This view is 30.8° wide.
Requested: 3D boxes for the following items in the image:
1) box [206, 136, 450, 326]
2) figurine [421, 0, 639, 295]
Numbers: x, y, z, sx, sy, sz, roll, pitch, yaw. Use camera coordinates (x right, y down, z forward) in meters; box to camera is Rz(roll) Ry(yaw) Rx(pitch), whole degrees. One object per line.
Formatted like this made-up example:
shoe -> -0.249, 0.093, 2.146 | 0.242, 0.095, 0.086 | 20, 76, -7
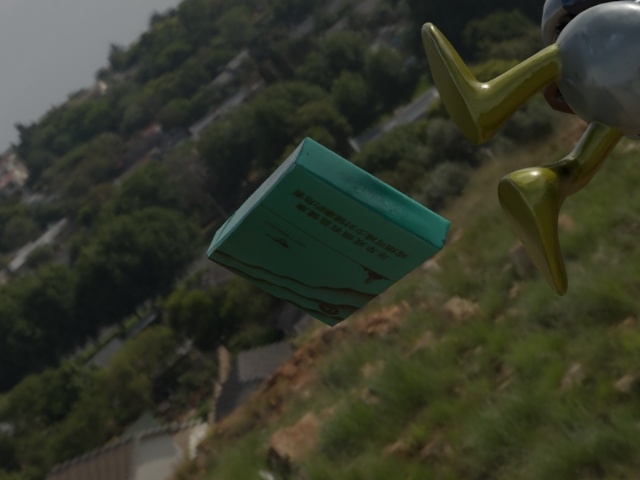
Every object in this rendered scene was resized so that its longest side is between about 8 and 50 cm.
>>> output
box -> 0.000, 0.000, 1.134 | 0.226, 0.160, 0.042 | -42, 21, 55
figurine -> 0.261, -0.136, 0.847 | 0.338, 0.205, 0.283 | -28, 3, 5
